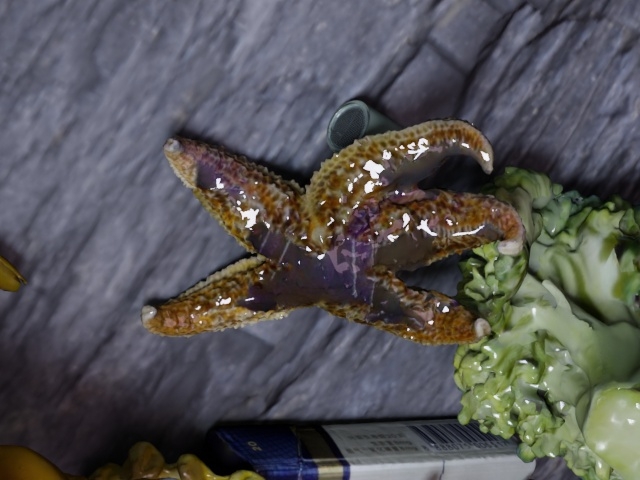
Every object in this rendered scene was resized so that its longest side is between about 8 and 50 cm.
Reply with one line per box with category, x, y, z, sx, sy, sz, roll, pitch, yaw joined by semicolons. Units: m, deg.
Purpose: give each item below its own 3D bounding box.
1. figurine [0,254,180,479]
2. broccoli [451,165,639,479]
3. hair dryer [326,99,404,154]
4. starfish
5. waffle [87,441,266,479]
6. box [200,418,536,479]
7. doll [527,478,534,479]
figurine;-0.248;0.221;0.752;0.401;0.268;0.387;-62;155;10
broccoli;0.202;0.068;1.031;0.247;0.243;0.263;-16;105;10
hair dryer;0.010;-0.027;1.003;0.063;0.038;0.124;30;102;-40
starfish;-0.001;0.000;0.955;0.238;0.071;0.216;-31;108;7
waffle;-0.097;0.225;1.000;0.051;0.149;0.194;-39;147;-76
box;0.020;0.211;1.109;0.259;0.071;0.168;5;111;-37
doll;0.102;0.244;1.105;0.139;0.057;0.165;1;117;-42
